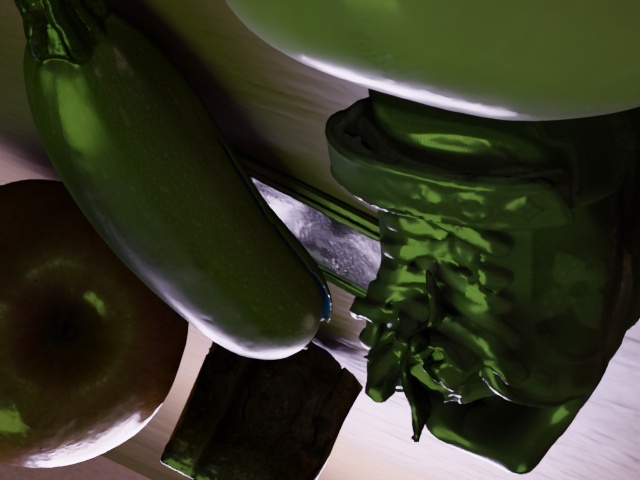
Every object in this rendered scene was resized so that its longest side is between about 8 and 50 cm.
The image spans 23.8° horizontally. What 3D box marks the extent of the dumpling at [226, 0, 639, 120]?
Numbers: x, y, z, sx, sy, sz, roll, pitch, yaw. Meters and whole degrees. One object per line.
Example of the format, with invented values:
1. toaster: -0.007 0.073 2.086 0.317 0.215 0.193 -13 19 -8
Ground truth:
1. dumpling: 0.032 -0.109 0.410 0.252 0.131 0.179 14 -166 -30

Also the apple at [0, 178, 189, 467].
1. apple: -0.203 0.059 1.106 0.211 0.211 0.188 34 165 -16

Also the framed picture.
1. framed picture: 0.000 0.000 0.932 0.183 0.011 0.142 27 163 8

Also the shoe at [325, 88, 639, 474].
1. shoe: 0.063 0.007 0.609 0.109 0.149 0.293 21 163 30

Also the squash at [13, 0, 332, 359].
1. squash: -0.090 -0.036 0.829 0.094 0.094 0.341 17 155 36

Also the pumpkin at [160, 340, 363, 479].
1. pumpkin: -0.041 0.128 1.221 0.131 0.126 0.248 22 -177 -3
